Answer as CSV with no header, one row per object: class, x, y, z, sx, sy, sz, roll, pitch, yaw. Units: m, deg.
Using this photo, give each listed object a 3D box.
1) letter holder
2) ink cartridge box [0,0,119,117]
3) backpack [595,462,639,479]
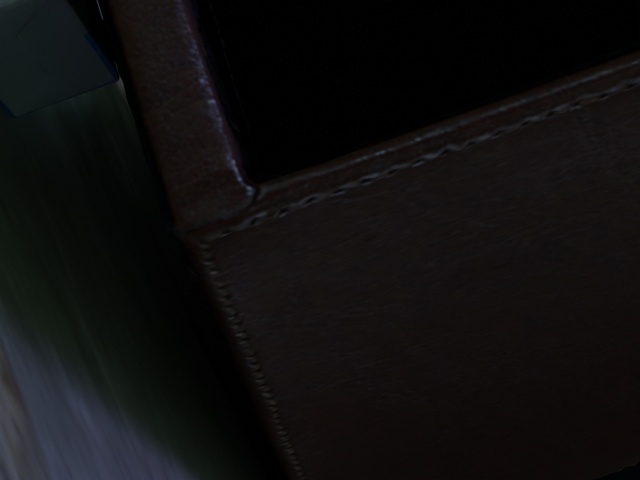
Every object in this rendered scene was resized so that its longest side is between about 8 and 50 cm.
letter holder,0.065,-0.043,0.531,0.302,0.214,0.152,76,-4,-68
ink cartridge box,-0.074,-0.076,0.444,0.048,0.028,0.083,61,10,-67
backpack,0.138,0.025,0.799,0.253,0.191,0.225,-51,-131,55
